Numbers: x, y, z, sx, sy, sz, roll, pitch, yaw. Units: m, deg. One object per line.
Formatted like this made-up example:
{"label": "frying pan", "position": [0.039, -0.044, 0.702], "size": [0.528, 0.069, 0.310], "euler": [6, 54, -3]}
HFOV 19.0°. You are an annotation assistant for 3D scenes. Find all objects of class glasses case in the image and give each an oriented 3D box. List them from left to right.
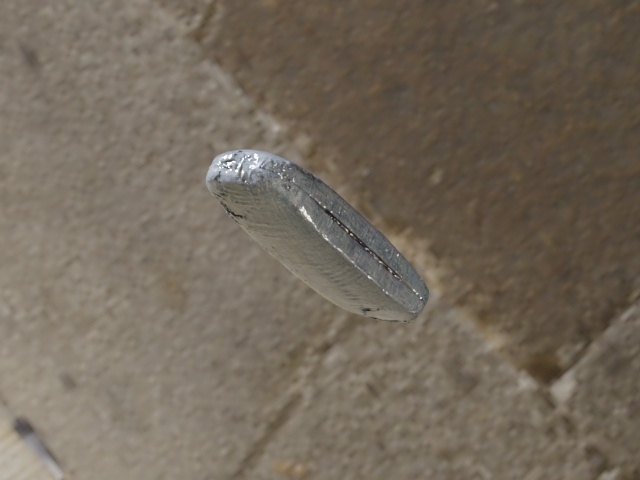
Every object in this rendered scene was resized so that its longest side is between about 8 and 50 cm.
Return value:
{"label": "glasses case", "position": [0.000, 0.000, 1.760], "size": [0.109, 0.067, 0.282], "euler": [9, 159, 41]}
